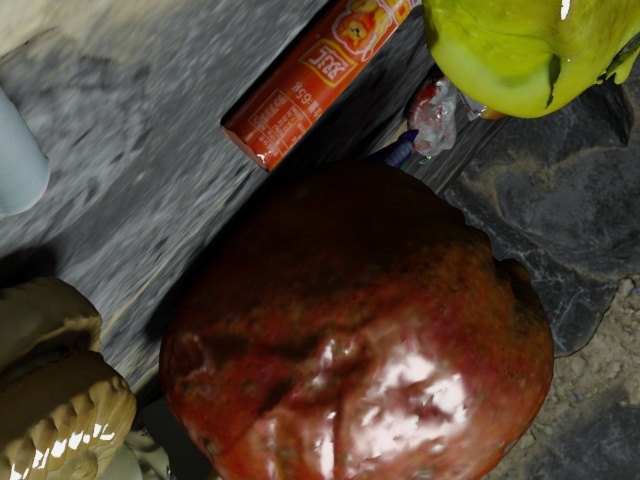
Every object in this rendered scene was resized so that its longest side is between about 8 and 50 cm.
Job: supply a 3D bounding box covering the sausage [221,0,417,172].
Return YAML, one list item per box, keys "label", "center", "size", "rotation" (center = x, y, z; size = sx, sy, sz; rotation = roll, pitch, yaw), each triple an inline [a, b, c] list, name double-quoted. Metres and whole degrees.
- label: "sausage"
  center: [0.006, -0.092, 0.758]
  size: [0.129, 0.034, 0.034]
  rotation: [-48, 175, -5]

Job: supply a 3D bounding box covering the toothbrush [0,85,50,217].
- label: "toothbrush"
  center: [-0.088, -0.053, 0.313]
  size: [0.030, 0.025, 0.342]
  rotation: [-50, 175, -12]

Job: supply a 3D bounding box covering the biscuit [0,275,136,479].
- label: "biscuit"
  center: [-0.172, 0.125, 0.621]
  size: [0.259, 0.079, 0.259]
  rotation: [-48, 174, -7]

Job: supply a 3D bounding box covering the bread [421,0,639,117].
- label: "bread"
  center: [0.148, -0.199, 0.675]
  size: [0.383, 0.112, 0.166]
  rotation: [-45, 153, -42]

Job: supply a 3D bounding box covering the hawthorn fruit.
- label: "hawthorn fruit"
  center: [0.021, 0.075, 1.044]
  size: [0.262, 0.258, 0.258]
  rotation: [-21, 165, -19]

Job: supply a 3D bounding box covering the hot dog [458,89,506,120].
- label: "hot dog"
  center: [0.215, -0.205, 1.478]
  size: [0.268, 0.075, 0.144]
  rotation: [-48, 173, -35]

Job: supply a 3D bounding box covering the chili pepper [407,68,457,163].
- label: "chili pepper"
  center: [0.099, -0.115, 1.365]
  size: [0.153, 0.041, 0.050]
  rotation: [77, 32, -64]

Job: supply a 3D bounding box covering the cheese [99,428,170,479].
- label: "cheese"
  center: [-0.178, 0.190, 1.052]
  size: [0.163, 0.082, 0.286]
  rotation: [-49, 174, -9]

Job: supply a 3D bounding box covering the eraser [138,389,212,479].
- label: "eraser"
  center: [-0.009, 0.127, 1.321]
  size: [0.279, 0.124, 0.081]
  rotation: [-29, -174, 22]

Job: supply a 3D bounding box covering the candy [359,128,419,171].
- label: "candy"
  center: [0.000, 0.000, 1.247]
  size: [0.275, 0.070, 0.145]
  rotation: [-35, 158, -56]
